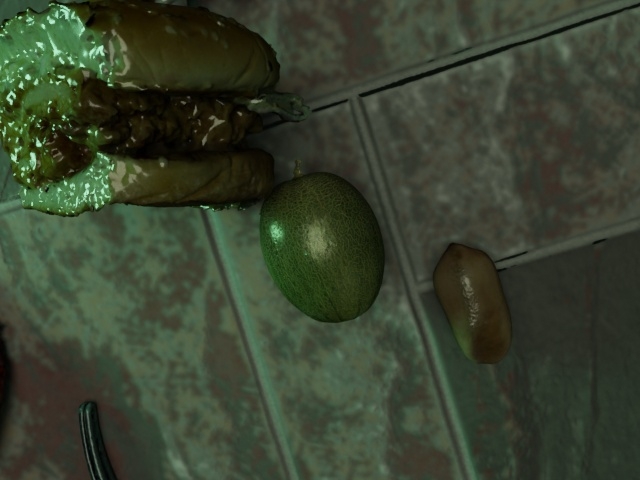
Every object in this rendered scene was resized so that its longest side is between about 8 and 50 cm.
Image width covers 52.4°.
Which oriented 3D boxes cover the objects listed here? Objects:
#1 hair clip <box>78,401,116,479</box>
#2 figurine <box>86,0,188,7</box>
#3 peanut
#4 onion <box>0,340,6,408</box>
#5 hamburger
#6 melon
[{"bbox_3d":[-0.255,0.338,0.836,0.083,0.048,0.275,-29,90,10],"label":"hair clip"},{"bbox_3d":[-0.158,-0.347,0.742,0.274,0.133,0.194,-39,107,-3],"label":"figurine"},{"bbox_3d":[0.181,0.074,0.767,0.076,0.076,0.152,-19,90,6],"label":"peanut"},{"bbox_3d":[-0.566,0.164,0.802,0.315,0.146,0.279,8,91,8],"label":"onion"},{"bbox_3d":[-0.176,-0.121,0.678,0.318,0.277,0.195,3,98,44],"label":"hamburger"},{"bbox_3d":[0.000,0.000,0.741,0.139,0.139,0.192,-18,96,6],"label":"melon"}]
